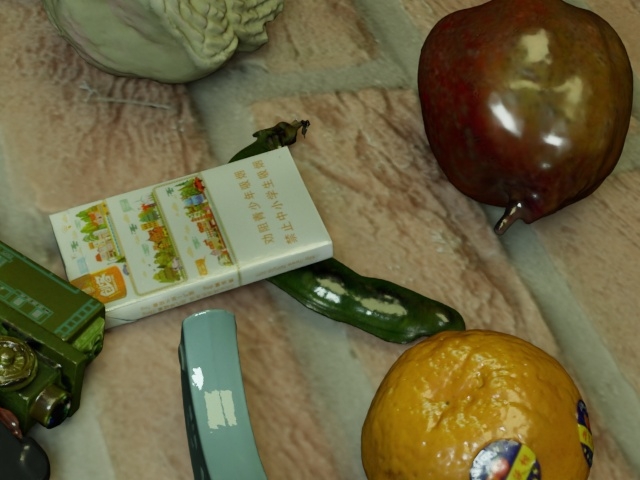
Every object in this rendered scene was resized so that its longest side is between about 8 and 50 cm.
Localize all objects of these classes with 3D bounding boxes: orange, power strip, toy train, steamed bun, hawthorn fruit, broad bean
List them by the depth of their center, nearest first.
[{"bbox_3d":[-0.070,0.147,1.003,0.044,0.137,0.216,-8,46,-14],"label":"power strip"},{"bbox_3d":[0.119,0.155,1.031,0.177,0.155,0.177,-9,63,19],"label":"orange"},{"bbox_3d":[-0.269,0.060,1.060,0.225,0.090,0.137,31,44,12],"label":"toy train"},{"bbox_3d":[0.000,0.000,1.218,0.144,0.049,0.292,-22,58,-28],"label":"broad bean"},{"bbox_3d":[0.192,-0.111,1.295,0.208,0.208,0.248,9,63,-8],"label":"hawthorn fruit"},{"bbox_3d":[-0.161,-0.290,1.315,0.206,0.275,0.320,5,9,27],"label":"steamed bun"}]

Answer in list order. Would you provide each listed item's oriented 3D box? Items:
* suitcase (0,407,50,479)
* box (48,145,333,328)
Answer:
[{"bbox_3d":[-0.326,0.128,0.891,0.285,0.066,0.206,53,44,-21],"label":"suitcase"},{"bbox_3d":[-0.112,-0.003,1.166,0.220,0.032,0.122,-17,55,-11],"label":"box"}]
